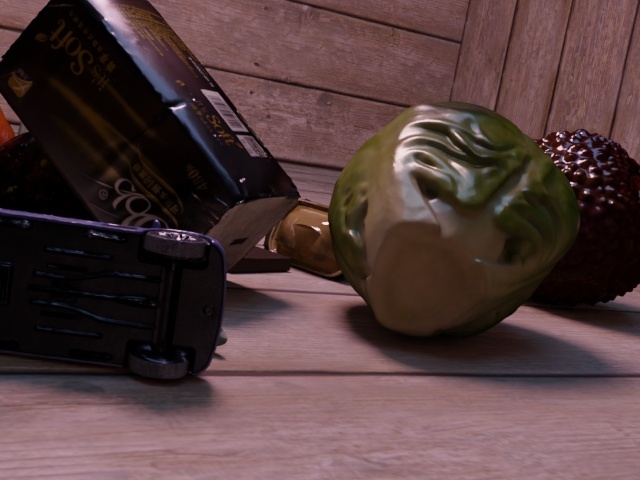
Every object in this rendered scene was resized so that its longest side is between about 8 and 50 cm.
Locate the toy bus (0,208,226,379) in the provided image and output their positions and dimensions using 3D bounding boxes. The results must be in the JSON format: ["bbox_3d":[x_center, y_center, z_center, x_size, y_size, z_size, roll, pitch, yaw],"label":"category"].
[{"bbox_3d":[-0.230,0.035,0.778,0.292,0.125,0.133,8,8,-7],"label":"toy bus"}]

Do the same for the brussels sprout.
[{"bbox_3d":[0.155,-0.018,1.116,0.289,0.281,0.355,40,29,-3],"label":"brussels sprout"}]

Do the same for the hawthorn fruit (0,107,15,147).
[{"bbox_3d":[-0.651,-0.168,1.549,0.196,0.197,0.225,10,33,-3],"label":"hawthorn fruit"}]

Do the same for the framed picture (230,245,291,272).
[{"bbox_3d":[-0.147,0.017,1.350,0.168,0.023,0.128,17,10,39],"label":"framed picture"}]

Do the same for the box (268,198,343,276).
[{"bbox_3d":[-0.003,-0.002,1.394,0.177,0.111,0.111,17,11,41],"label":"box"}]

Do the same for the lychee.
[{"bbox_3d":[0.415,-0.036,1.477,0.330,0.306,0.306,-17,-8,32],"label":"lychee"}]

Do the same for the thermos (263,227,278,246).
[{"bbox_3d":[0.000,-0.001,1.522,0.187,0.083,0.073,12,30,2],"label":"thermos"}]

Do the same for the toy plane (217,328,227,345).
[{"bbox_3d":[-0.125,0.088,0.870,0.083,0.033,0.080,23,13,30],"label":"toy plane"}]

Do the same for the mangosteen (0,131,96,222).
[{"bbox_3d":[-0.378,-0.069,1.226,0.172,0.172,0.184,12,-7,9],"label":"mangosteen"}]

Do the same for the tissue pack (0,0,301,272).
[{"bbox_3d":[-0.210,-0.130,1.125,0.370,0.198,0.210,51,15,12],"label":"tissue pack"}]

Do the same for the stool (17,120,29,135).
[{"bbox_3d":[-0.457,-0.166,1.646,0.198,0.195,0.195,13,7,-11],"label":"stool"}]
